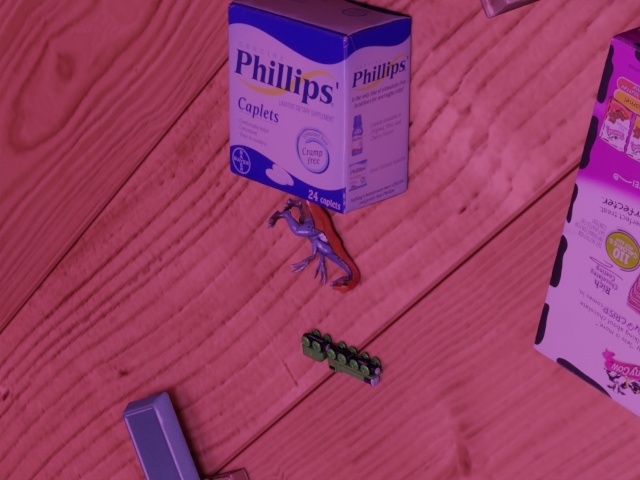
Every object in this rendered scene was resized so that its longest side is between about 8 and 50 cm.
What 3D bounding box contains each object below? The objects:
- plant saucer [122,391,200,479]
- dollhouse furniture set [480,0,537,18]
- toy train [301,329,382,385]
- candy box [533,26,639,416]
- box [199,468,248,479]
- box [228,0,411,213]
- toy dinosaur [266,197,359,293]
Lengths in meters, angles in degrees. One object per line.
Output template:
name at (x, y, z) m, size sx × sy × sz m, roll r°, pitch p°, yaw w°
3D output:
plant saucer at (-0.125, 0.230, 1.665) m, size 0.067 × 0.018 × 0.192 m, roll -21°, pitch 89°, yaw 50°
dollhouse furniture set at (0.154, -0.220, 1.097) m, size 0.151 × 0.144 × 0.123 m, roll 166°, pitch 84°, yaw -86°
toy train at (0.016, 0.094, 1.483) m, size 0.083 × 0.017 × 0.023 m, roll 24°, pitch 132°, yaw 40°
candy box at (0.233, 0.001, 1.160) m, size 0.159 × 0.071 × 0.233 m, roll 35°, pitch 129°, yaw 33°
box at (-0.086, 0.310, 1.685) m, size 0.164 × 0.021 × 0.201 m, roll -20°, pitch 91°, yaw 50°
box at (-0.002, -0.105, 1.375) m, size 0.126 × 0.072 × 0.137 m, roll 21°, pitch 121°, yaw 41°
toy dinosaur at (0.000, 0.000, 1.445) m, size 0.082 × 0.047 × 0.090 m, roll 30°, pitch 118°, yaw 14°
